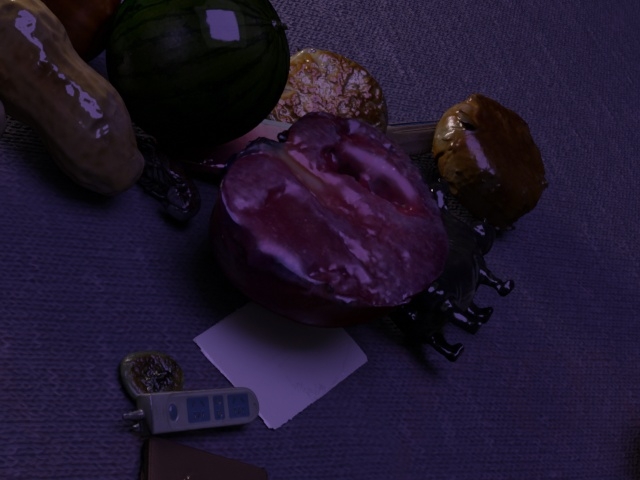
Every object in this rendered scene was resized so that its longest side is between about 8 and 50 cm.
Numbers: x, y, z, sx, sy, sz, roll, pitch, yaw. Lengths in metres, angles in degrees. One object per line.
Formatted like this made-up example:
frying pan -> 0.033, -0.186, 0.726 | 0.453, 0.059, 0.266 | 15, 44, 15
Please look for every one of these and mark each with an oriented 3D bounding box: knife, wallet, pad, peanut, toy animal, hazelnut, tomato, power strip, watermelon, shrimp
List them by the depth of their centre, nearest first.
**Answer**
wallet -> -0.125, 0.278, 1.387 | 0.152, 0.039, 0.118 | 22, 39, -25
power strip -> -0.145, 0.194, 1.445 | 0.191, 0.030, 0.048 | 1, 80, -42
peanut -> -0.327, -0.179, 1.570 | 0.290, 0.130, 0.130 | 50, 37, -5
pad -> -0.046, 0.139, 1.618 | 0.156, 0.004, 0.232 | 48, 38, 10
tomato -> -0.004, 0.004, 1.646 | 0.289, 0.176, 0.335 | 44, 44, 7
shrimp -> -0.217, -0.093, 1.660 | 0.165, 0.056, 0.065 | 42, 44, 6
watermelon -> -0.161, -0.242, 1.661 | 0.242, 0.242, 0.242 | 23, 41, -22
hazelnut -> -0.351, -0.311, 1.673 | 0.182, 0.182, 0.182 | 23, 41, -22
wallet -> -0.118, -0.132, 1.771 | 0.232, 0.025, 0.119 | 8, 45, -19
toy animal -> 0.191, 0.043, 1.838 | 0.168, 0.106, 0.343 | 29, 32, -3
knife -> 0.177, -0.176, 2.093 | 0.365, 0.043, 0.089 | -14, 63, -45

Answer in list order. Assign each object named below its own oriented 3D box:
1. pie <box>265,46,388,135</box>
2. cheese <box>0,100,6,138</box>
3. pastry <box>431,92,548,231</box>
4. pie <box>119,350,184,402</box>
pie -> 0.004, -0.195, 1.917 | 0.205, 0.084, 0.179 | 32, 64, -9
cheese -> -0.492, -0.145, 1.448 | 0.159, 0.093, 0.263 | 46, 38, 9
pastry -> 0.278, -0.125, 2.054 | 0.218, 0.100, 0.229 | 2, 62, -44
pie -> -0.192, 0.159, 1.460 | 0.084, 0.021, 0.084 | 22, 42, -21
